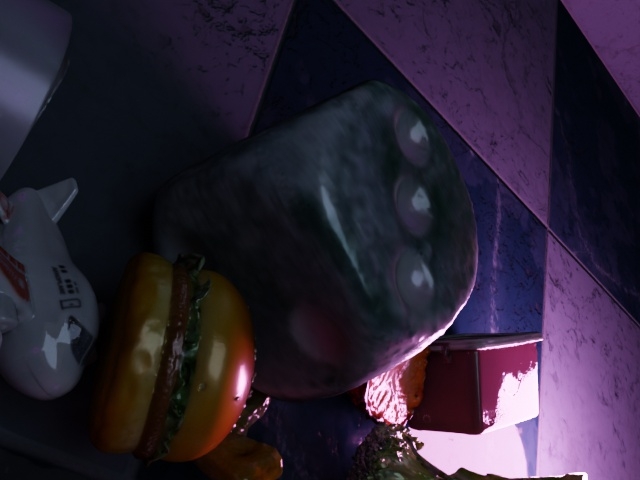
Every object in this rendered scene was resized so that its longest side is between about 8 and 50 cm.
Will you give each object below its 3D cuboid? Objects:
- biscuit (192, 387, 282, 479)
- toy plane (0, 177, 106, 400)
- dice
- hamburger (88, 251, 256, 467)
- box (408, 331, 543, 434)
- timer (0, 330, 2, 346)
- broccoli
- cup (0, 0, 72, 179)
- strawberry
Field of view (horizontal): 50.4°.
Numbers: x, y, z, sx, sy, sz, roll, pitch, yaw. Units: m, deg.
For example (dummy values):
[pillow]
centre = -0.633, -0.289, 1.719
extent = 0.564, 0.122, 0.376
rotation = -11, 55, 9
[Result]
[biscuit]
centre = -0.104, 0.249, 0.878
extent = 0.174, 0.183, 0.039
rotation = -5, 116, -47
[toy plane]
centre = -0.302, 0.049, 0.732
extent = 0.252, 0.118, 0.252
rotation = -20, 90, -89
[dice]
centre = 0.000, 0.000, 0.946
extent = 0.328, 0.330, 0.348
rotation = -40, 108, -47
[hamburger]
centre = -0.162, 0.133, 0.781
extent = 0.169, 0.246, 0.246
rotation = 15, 63, -18
[box]
centre = 0.285, 0.261, 1.284
extent = 0.294, 0.193, 0.168
rotation = 4, 82, -47
[timer]
centre = -0.412, 0.141, 0.551
extent = 0.195, 0.192, 0.195
rotation = 29, 57, -39
[broccoli]
centre = 0.204, 0.369, 1.016
extent = 0.252, 0.361, 0.221
rotation = 69, 11, 18
[cup]
centre = -0.432, -0.184, 0.601
extent = 0.371, 0.253, 0.254
rotation = 29, 57, -36
[strawberry]
centre = 0.097, 0.215, 1.148
extent = 0.190, 0.111, 0.237
rotation = -38, 134, -32
